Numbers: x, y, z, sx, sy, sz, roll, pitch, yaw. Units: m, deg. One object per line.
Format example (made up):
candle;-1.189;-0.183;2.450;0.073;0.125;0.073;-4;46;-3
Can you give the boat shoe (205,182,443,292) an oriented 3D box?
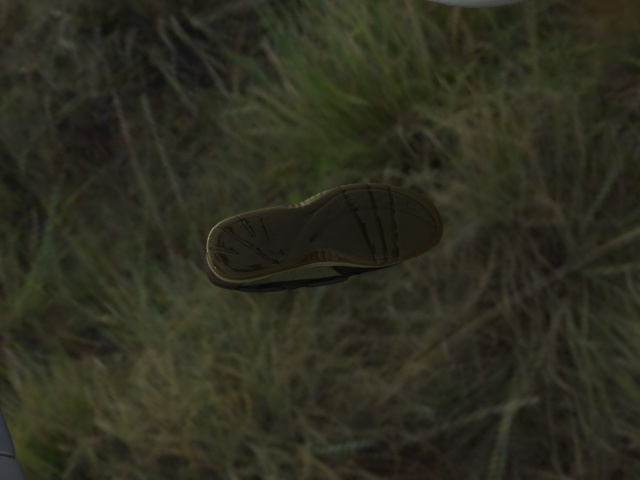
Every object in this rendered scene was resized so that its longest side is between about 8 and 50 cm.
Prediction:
boat shoe;0.000;0.000;0.927;0.152;0.049;0.056;-6;74;-16

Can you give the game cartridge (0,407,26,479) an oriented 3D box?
game cartridge;-0.273;0.152;0.709;0.355;0.068;0.230;-50;52;24

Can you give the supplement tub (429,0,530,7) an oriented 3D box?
supplement tub;0.091;-0.165;0.448;0.144;0.144;0.199;26;42;37
